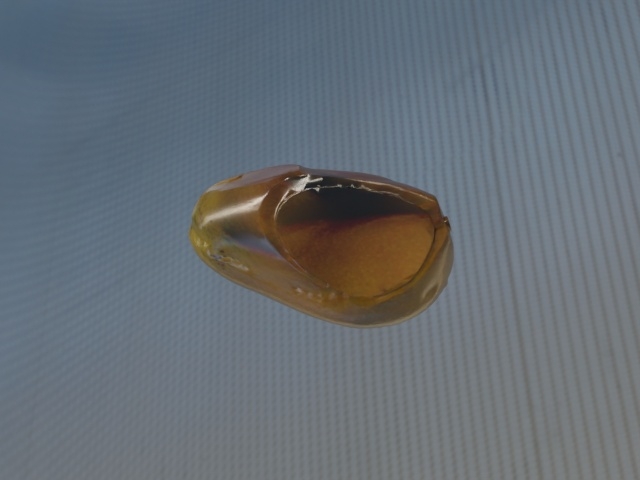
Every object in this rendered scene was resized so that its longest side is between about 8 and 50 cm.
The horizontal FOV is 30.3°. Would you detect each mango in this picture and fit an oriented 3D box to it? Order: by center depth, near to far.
[{"bbox_3d":[0.000,0.000,1.063,0.166,0.236,0.136,-91,13,-84],"label":"mango"}]
